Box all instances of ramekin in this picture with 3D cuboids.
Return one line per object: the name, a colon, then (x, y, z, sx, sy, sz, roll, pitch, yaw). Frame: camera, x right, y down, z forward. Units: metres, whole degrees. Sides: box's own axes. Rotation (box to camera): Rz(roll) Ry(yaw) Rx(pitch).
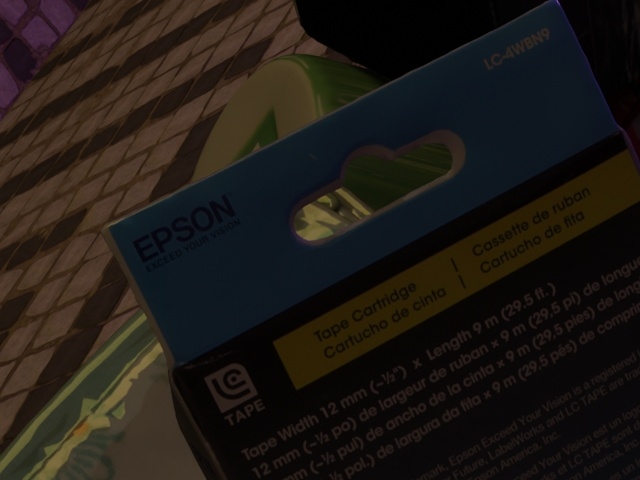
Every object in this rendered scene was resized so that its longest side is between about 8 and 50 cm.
ramekin: (0.000, 0.000, 1.292, 0.303, 0.148, 0.303, -41, 41, 50)

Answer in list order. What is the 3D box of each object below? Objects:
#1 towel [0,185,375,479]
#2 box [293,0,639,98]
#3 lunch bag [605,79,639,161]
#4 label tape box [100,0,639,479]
towel: (-0.018, 0.166, 1.020, 0.320, 0.090, 0.374, 36, 76, 23)
box: (0.195, -0.404, 1.140, 0.472, 0.480, 0.297, -31, 37, -20)
lunch bag: (0.223, -0.112, 1.326, 0.258, 0.120, 0.293, -49, 22, -17)
label tape box: (0.070, 0.089, 0.829, 0.249, 0.348, 0.115, -28, 10, -11)
